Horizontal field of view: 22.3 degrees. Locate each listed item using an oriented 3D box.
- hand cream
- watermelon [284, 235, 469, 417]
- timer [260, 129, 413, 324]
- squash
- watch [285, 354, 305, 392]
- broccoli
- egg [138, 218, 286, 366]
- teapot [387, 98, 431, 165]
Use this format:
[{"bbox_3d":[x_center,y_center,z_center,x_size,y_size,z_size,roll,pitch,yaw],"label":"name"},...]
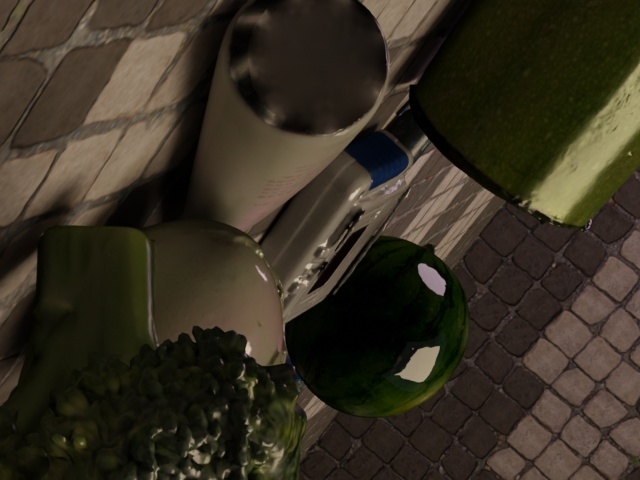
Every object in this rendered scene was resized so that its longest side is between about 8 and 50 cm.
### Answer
[{"bbox_3d":[-0.037,-0.085,1.265,0.185,0.118,0.359,-49,178,-18],"label":"hand cream"},{"bbox_3d":[0.073,0.111,2.100,0.242,0.242,0.242,-48,170,-11],"label":"watermelon"},{"bbox_3d":[0.000,0.000,1.803,0.253,0.078,0.178,-54,169,27],"label":"timer"},{"bbox_3d":[0.299,-0.229,1.731,0.384,0.263,0.263,-52,170,18],"label":"squash"},{"bbox_3d":[-0.111,0.232,2.286,0.274,0.068,0.276,-31,160,-49],"label":"watch"},{"bbox_3d":[-0.179,0.135,1.030,0.249,0.302,0.375,-8,168,-43],"label":"broccoli"},{"bbox_3d":[-0.116,0.077,1.263,0.183,0.183,0.217,-35,153,-56],"label":"egg"},{"bbox_3d":[0.102,-0.130,1.883,0.083,0.063,0.049,-52,-158,-3],"label":"teapot"}]
